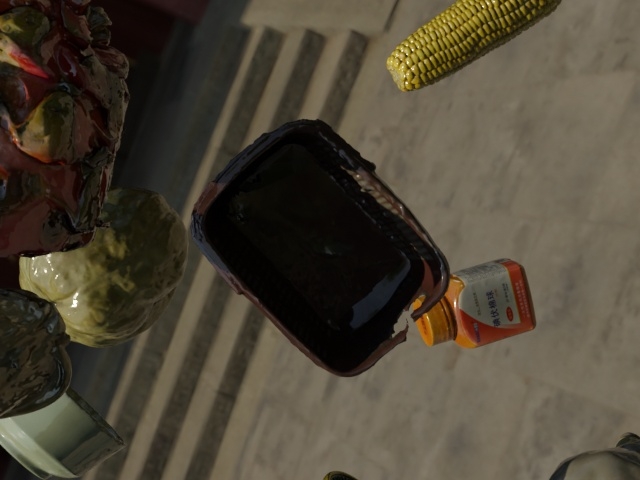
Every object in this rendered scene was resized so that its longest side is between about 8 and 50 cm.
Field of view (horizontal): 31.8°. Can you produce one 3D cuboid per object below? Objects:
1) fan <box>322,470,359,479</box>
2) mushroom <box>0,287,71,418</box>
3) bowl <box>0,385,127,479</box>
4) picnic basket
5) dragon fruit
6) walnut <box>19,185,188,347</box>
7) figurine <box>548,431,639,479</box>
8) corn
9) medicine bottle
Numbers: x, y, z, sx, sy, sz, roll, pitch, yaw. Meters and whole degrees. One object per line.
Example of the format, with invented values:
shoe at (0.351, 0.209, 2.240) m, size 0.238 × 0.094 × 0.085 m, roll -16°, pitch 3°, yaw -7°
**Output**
fan at (0.019, 0.299, 1.192) m, size 0.039 × 0.082 × 0.155 m, roll -51°, pitch -6°, yaw 15°
mushroom at (-0.350, 0.157, 0.754) m, size 0.397 × 0.177 × 0.126 m, roll -38°, pitch 54°, yaw -8°
bowl at (-0.369, 0.242, 1.502) m, size 0.112 × 0.211 × 0.211 m, roll -48°, pitch 13°, yaw -12°
picnic basket at (0.000, 0.000, 1.370) m, size 0.222 × 0.297 × 0.129 m, roll -43°, pitch 9°, yaw 4°
dragon fruit at (-0.329, -0.148, 1.094) m, size 0.314 × 0.296 × 0.262 m, roll -133°, pitch 54°, yaw -69°
walnut at (-0.371, 0.039, 1.931) m, size 0.277 × 0.253 × 0.282 m, roll -48°, pitch -9°, yaw -24°
figurine at (0.517, 0.426, 1.923) m, size 0.248 × 0.203 × 0.380 m, roll -10°, pitch 11°, yaw 32°
corn at (0.244, -0.334, 1.756) m, size 0.305 × 0.106 × 0.106 m, roll -35°, pitch 21°, yaw 2°
medicine bottle at (0.308, 0.135, 2.267) m, size 0.112 × 0.222 × 0.149 m, roll -151°, pitch 46°, yaw -75°
